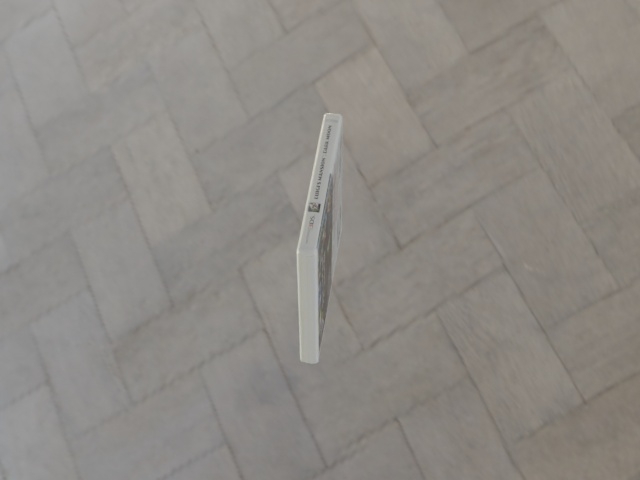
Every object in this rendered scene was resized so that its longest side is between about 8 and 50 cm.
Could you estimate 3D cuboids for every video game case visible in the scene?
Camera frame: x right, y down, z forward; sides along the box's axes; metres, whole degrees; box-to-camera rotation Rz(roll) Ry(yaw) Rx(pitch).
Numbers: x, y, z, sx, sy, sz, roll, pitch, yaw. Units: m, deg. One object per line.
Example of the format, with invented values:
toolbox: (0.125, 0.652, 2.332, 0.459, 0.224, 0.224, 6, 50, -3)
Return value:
video game case: (0.000, 0.000, 1.357, 0.022, 0.190, 0.173, 7, 53, 5)
